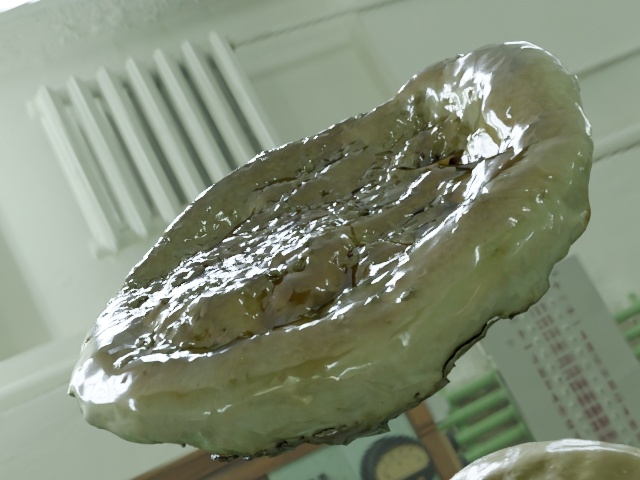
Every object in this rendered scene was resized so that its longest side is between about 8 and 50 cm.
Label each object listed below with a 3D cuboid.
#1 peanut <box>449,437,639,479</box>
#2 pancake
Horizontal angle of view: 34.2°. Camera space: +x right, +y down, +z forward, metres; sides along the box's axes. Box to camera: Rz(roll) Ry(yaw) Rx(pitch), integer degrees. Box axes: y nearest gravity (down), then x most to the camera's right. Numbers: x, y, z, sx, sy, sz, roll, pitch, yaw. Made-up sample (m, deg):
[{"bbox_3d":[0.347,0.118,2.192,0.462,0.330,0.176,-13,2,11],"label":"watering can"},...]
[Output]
[{"bbox_3d":[0.194,0.169,0.474,0.313,0.149,0.149,3,-3,24],"label":"peanut"},{"bbox_3d":[0.001,0.001,0.475,0.282,0.049,0.282,-30,20,12],"label":"pancake"}]
